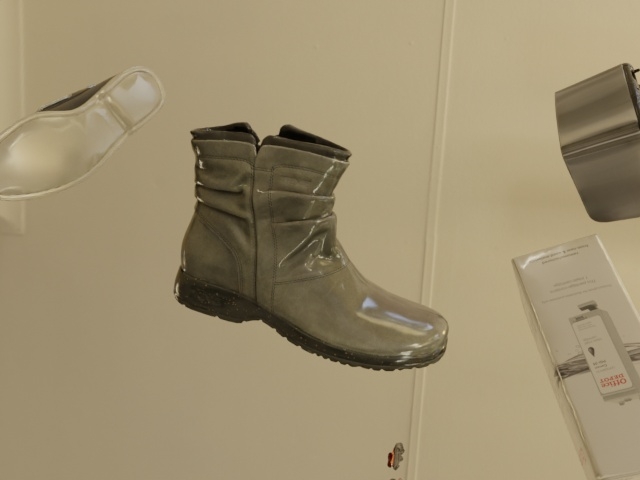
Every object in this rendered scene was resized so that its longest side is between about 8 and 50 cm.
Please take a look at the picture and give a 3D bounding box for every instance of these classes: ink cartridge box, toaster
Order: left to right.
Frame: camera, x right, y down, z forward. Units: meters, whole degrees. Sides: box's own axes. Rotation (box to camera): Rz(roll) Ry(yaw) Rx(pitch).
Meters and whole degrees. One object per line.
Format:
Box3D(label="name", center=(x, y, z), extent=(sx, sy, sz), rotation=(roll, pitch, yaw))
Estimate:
Box3D(label="ink cartridge box", center=(0.366, 0.167, 0.665), extent=(0.117, 0.207, 0.282), rotation=(-19, -124, 16))
Box3D(label="toaster", center=(0.413, -0.139, 0.700), extent=(0.110, 0.167, 0.185), rotation=(-17, -49, 35))

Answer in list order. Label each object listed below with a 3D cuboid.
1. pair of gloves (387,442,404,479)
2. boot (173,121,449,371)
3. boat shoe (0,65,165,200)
Box3D(label="pair of gloves", center=(0.108, 0.341, 0.727), extent=(0.010, 0.074, 0.083), rotation=(3, -97, 24))
Box3D(label="boot", center=(0.000, 0.000, 0.398), extent=(0.247, 0.083, 0.161), rotation=(16, -72, 5))
Box3D(label="boat shoe", center=(-0.249, -0.107, 0.502), extent=(0.065, 0.206, 0.075), rotation=(5, -47, 44))
